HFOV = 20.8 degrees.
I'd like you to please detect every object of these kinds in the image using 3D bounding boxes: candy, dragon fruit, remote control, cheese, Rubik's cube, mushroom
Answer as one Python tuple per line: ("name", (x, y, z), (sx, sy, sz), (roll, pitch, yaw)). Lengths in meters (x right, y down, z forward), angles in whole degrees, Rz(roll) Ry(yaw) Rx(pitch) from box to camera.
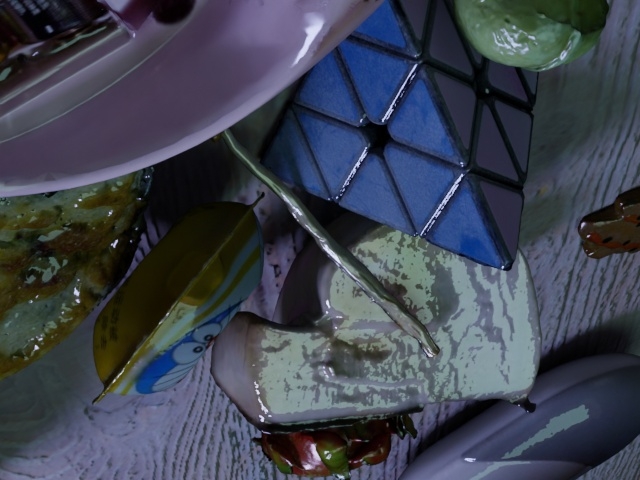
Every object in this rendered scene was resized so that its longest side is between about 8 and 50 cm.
("candy", (0.212, -0.171, 1.138), (0.335, 0.092, 0.093), (-14, -174, -41))
("dragon fruit", (0.014, 0.130, 1.455), (0.142, 0.138, 0.175), (14, 141, -4))
("remote control", (0.216, 0.223, 1.850), (0.332, 0.103, 0.221), (-37, 155, 18))
("cheese", (-0.101, 0.045, 1.183), (0.177, 0.069, 0.270), (-52, -176, -18))
("Rubik's cube", (0.071, -0.065, 1.082), (0.211, 0.178, 0.190), (-28, 152, -1))
("mushroom", (0.033, 0.029, 1.307), (0.236, 0.162, 0.173), (-4, 113, -22))
("mushroom", (0.001, -0.005, 1.171), (0.026, 0.028, 0.286), (-19, 134, 29))

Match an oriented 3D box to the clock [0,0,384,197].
("clock", (-0.072, -0.188, 0.615), (0.376, 0.250, 0.368), (-28, 155, 4))

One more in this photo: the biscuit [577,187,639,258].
("biscuit", (0.288, -0.024, 1.547), (0.130, 0.019, 0.119), (-41, 151, 27))

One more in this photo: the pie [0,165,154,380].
("pie", (-0.234, 0.013, 1.062), (0.302, 0.067, 0.302), (-23, 154, -12))
